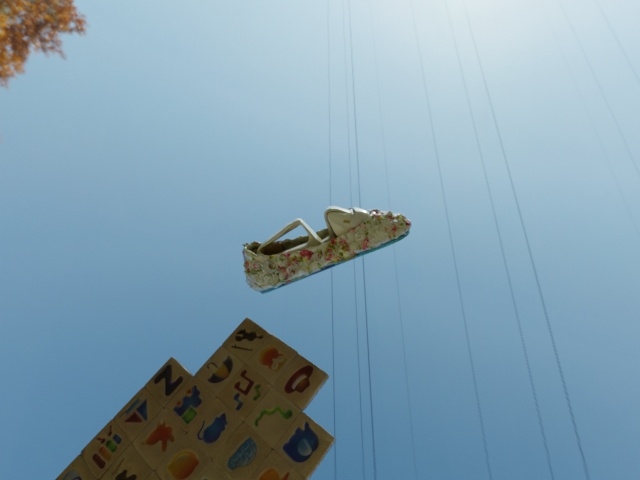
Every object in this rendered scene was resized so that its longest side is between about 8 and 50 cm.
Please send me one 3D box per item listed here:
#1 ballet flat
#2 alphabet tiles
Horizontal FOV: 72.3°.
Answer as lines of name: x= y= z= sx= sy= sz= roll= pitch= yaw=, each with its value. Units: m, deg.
ballet flat: x=0.000 y=0.000 z=0.585 sx=0.240 sy=0.091 sz=0.077 roll=-22 pitch=-73 yaw=7
alphabet tiles: x=-0.108 y=0.185 z=0.394 sx=0.198 sy=0.009 sz=0.237 roll=25 pitch=-118 yaw=35
